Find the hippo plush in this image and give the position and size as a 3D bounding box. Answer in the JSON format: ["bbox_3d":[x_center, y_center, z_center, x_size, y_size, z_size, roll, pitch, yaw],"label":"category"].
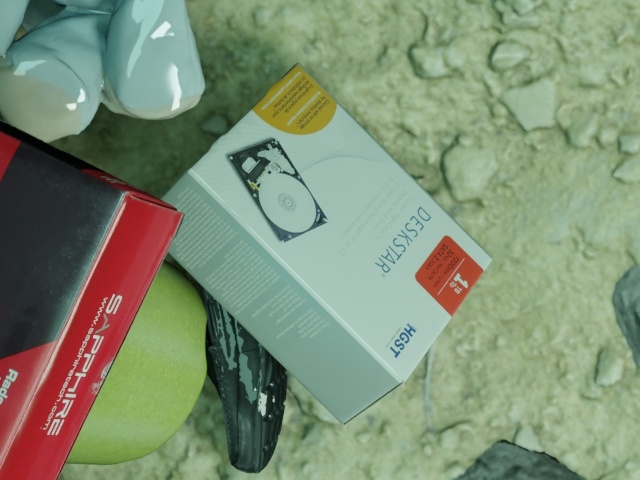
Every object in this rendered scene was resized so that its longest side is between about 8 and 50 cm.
[{"bbox_3d":[-0.199,-0.236,1.281,0.234,0.236,0.294,8,105,-16],"label":"hippo plush"}]

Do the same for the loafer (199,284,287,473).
[{"bbox_3d":[-0.073,0.087,1.412,0.078,0.076,0.223,0,98,14],"label":"loafer"}]

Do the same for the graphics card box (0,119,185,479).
[{"bbox_3d":[-0.304,0.003,1.105,0.371,0.094,0.233,27,93,19],"label":"graphics card box"}]

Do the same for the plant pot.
[{"bbox_3d":[-0.228,0.067,1.294,0.276,0.254,0.276,-11,70,31],"label":"plant pot"}]

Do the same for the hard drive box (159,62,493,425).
[{"bbox_3d":[0.000,0.000,1.336,0.232,0.181,0.089,45,134,-5],"label":"hard drive box"}]
